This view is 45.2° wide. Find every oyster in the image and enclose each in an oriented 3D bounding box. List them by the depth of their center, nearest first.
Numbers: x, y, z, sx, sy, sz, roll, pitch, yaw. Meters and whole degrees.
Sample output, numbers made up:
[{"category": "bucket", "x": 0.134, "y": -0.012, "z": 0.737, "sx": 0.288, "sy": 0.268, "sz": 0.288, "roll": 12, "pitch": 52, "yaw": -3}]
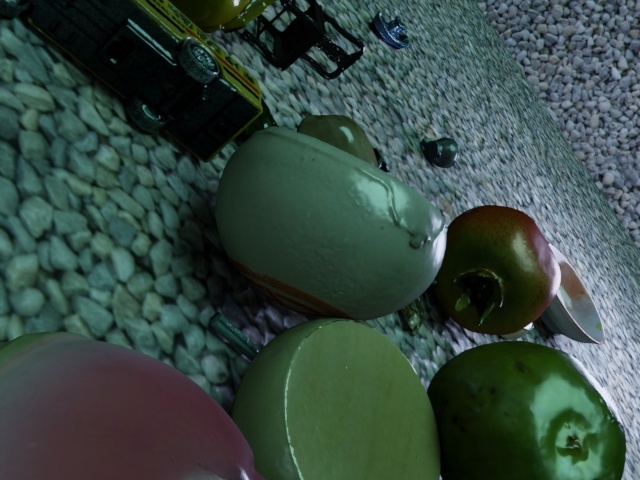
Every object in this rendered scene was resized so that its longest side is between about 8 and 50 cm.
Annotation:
[{"category": "oyster", "x": 0.146, "y": 0.106, "z": 1.217, "sx": 0.051, "sy": 0.034, "sz": 0.093, "roll": 42, "pitch": 27, "yaw": -39}]

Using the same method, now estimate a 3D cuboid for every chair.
[{"category": "chair", "x": -0.018, "y": -0.344, "z": 1.335, "sx": 0.229, "sy": 0.106, "sz": 0.113, "roll": 35, "pitch": 35, "yaw": -33}]

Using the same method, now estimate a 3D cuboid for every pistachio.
[{"category": "pistachio", "x": 0.031, "y": -0.117, "z": 1.191, "sx": 0.186, "sy": 0.108, "sz": 0.126, "roll": 54, "pitch": 51, "yaw": -21}]

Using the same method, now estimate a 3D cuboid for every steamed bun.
[{"category": "steamed bun", "x": -0.139, "y": 0.186, "z": 0.437, "sx": 0.309, "sy": 0.309, "sz": 0.310, "roll": 37, "pitch": 34, "yaw": -31}, {"category": "steamed bun", "x": 0.000, "y": 0.000, "z": 0.902, "sx": 0.282, "sy": 0.177, "sz": 0.283, "roll": 26, "pitch": -4, "yaw": 2}]

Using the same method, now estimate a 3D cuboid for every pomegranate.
[{"category": "pomegranate", "x": 0.285, "y": 0.055, "z": 1.300, "sx": 0.221, "sy": 0.220, "sz": 0.256, "roll": 58, "pitch": 29, "yaw": 3}]

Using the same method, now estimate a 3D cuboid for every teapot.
[{"category": "teapot", "x": 0.253, "y": -0.197, "z": 1.661, "sx": 0.057, "sy": 0.066, "sz": 0.088, "roll": 5, "pitch": 33, "yaw": -35}]

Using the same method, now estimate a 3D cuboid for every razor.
[{"category": "razor", "x": -0.046, "y": 0.153, "z": 0.880, "sx": 0.211, "sy": 0.036, "sz": 0.084, "roll": 41, "pitch": 43, "yaw": -18}]

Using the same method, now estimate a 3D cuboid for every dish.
[{"category": "dish", "x": 0.533, "y": 0.133, "z": 1.729, "sx": 0.260, "sy": 0.085, "sz": 0.260, "roll": 39, "pitch": 31, "yaw": -29}]

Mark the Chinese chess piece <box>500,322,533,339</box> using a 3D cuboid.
[{"category": "Chinese chess piece", "x": 0.362, "y": 0.135, "z": 1.501, "sx": 0.122, "sy": 0.051, "sz": 0.122, "roll": 36, "pitch": 34, "yaw": -30}]

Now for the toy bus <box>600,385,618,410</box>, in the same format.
[{"category": "toy bus", "x": 0.505, "y": 0.350, "z": 1.463, "sx": 0.081, "sy": 0.089, "sz": 0.195, "roll": 59, "pitch": 29, "yaw": 4}]

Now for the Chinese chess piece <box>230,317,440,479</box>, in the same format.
[{"category": "Chinese chess piece", "x": 0.019, "y": 0.207, "z": 0.810, "sx": 0.250, "sy": 0.097, "sz": 0.251, "roll": 24, "pitch": 53, "yaw": -36}]

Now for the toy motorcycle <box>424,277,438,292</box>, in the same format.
[{"category": "toy motorcycle", "x": 0.136, "y": -0.002, "z": 1.282, "sx": 0.100, "sy": 0.058, "sz": 0.173, "roll": 29, "pitch": 37, "yaw": -47}]

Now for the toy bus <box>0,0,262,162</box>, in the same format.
[{"category": "toy bus", "x": -0.223, "y": -0.242, "z": 0.908, "sx": 0.335, "sy": 0.121, "sz": 0.123, "roll": 39, "pitch": 28, "yaw": -28}]

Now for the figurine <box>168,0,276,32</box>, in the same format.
[{"category": "figurine", "x": -0.132, "y": -0.409, "z": 1.136, "sx": 0.327, "sy": 0.218, "sz": 0.169, "roll": -63, "pitch": 148, "yaw": -48}]

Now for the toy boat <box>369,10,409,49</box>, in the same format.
[{"category": "toy boat", "x": 0.170, "y": -0.503, "z": 1.829, "sx": 0.137, "sy": 0.060, "sz": 0.060, "roll": 24, "pitch": 43, "yaw": -44}]

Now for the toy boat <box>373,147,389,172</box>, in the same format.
[{"category": "toy boat", "x": 0.077, "y": -0.144, "z": 1.337, "sx": 0.055, "sy": 0.060, "sz": 0.141, "roll": 55, "pitch": 11, "yaw": -60}]

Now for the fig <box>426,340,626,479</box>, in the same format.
[{"category": "fig", "x": 0.202, "y": 0.229, "z": 0.930, "sx": 0.233, "sy": 0.314, "sz": 0.233, "roll": -1, "pitch": 92, "yaw": -42}]

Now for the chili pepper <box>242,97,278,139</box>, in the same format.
[{"category": "chili pepper", "x": -0.124, "y": -0.200, "z": 1.078, "sx": 0.224, "sy": 0.061, "sz": 0.098, "roll": 38, "pitch": 34, "yaw": -28}]
